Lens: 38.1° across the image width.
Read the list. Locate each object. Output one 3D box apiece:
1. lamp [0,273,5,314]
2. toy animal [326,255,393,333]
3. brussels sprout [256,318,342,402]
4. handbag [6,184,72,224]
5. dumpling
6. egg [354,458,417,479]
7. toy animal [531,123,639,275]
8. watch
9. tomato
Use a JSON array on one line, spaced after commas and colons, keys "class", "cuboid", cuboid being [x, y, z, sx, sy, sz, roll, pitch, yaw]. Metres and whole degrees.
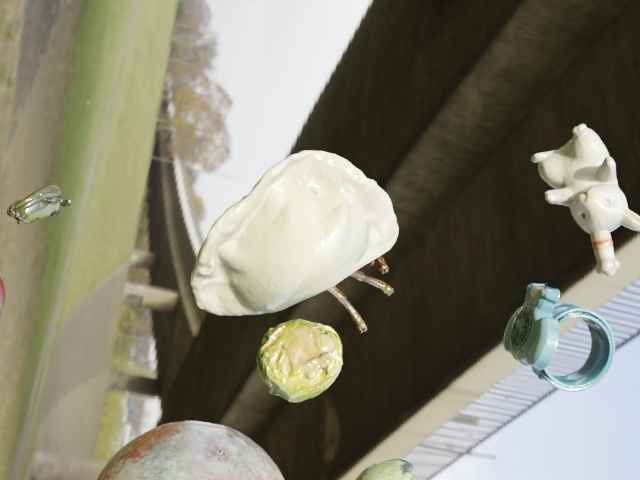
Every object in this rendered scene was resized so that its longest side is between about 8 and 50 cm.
[{"class": "lamp", "cuboid": [-0.732, 0.090, 1.688, 0.303, 0.303, 0.257, 118, -13, -48]}, {"class": "toy animal", "cuboid": [-0.014, 0.012, 1.235, 0.087, 0.260, 0.243, -41, -152, 21]}, {"class": "brussels sprout", "cuboid": [-0.035, 0.221, 1.661, 0.122, 0.152, 0.149, 81, 24, -67]}, {"class": "handbag", "cuboid": [-0.461, -0.054, 1.495, 0.072, 0.047, 0.111, -31, -179, 30]}, {"class": "dumpling", "cuboid": [-0.035, -0.006, 0.946, 0.151, 0.229, 0.124, 65, -7, -33]}, {"class": "egg", "cuboid": [0.150, 0.588, 2.162, 0.182, 0.141, 0.141, -43, -165, -1]}, {"class": "toy animal", "cuboid": [0.512, -0.084, 1.739, 0.140, 0.138, 0.282, -34, -133, 26]}, {"class": "watch", "cuboid": [0.494, 0.201, 1.879, 0.211, 0.193, 0.211, -160, -90, -80]}, {"class": "tomato", "cuboid": [-0.204, 0.436, 1.441, 0.316, 0.317, 0.282, -104, -148, -62]}]
